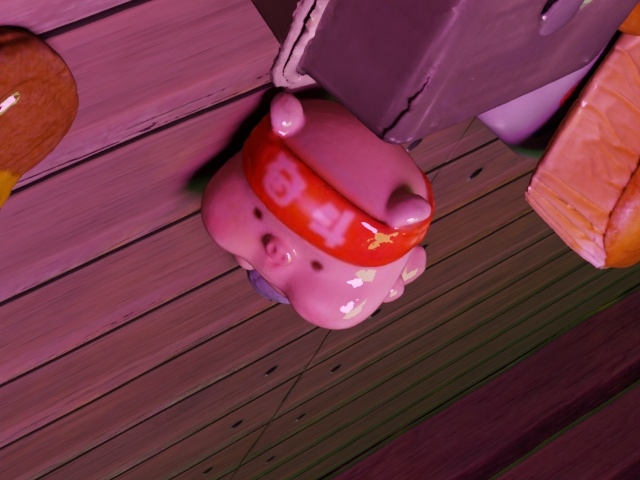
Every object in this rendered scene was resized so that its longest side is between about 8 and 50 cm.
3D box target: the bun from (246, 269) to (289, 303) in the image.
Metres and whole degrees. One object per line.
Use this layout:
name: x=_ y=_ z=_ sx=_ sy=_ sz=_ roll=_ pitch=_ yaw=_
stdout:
bun: x=0.000 y=0.000 z=1.264 sx=0.141 sy=0.083 sz=0.141 roll=-18 pitch=-166 yaw=5

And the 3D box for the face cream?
face cream: x=0.195 y=-0.155 z=1.236 sx=0.163 sy=0.080 sz=0.337 roll=-43 pitch=164 yaw=8

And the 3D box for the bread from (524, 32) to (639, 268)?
bread: x=0.290 y=-0.111 z=1.225 sx=0.152 sy=0.119 sz=0.288 roll=-32 pitch=156 yaw=-54

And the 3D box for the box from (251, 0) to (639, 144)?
box: x=0.087 y=-0.193 z=0.735 sx=0.221 sy=0.166 sz=0.290 roll=-25 pitch=160 yaw=-33

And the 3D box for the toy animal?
toy animal: x=0.006 y=-0.019 z=1.100 sx=0.171 sy=0.171 sz=0.197 roll=-34 pitch=167 yaw=-8

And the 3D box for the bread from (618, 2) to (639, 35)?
bread: x=0.319 y=-0.297 z=0.977 sx=0.337 sy=0.148 sz=0.328 roll=-28 pitch=167 yaw=-35

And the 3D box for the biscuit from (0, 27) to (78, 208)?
biscuit: x=-0.254 y=-0.010 z=0.785 sx=0.290 sy=0.041 sz=0.208 roll=-36 pitch=164 yaw=-1
